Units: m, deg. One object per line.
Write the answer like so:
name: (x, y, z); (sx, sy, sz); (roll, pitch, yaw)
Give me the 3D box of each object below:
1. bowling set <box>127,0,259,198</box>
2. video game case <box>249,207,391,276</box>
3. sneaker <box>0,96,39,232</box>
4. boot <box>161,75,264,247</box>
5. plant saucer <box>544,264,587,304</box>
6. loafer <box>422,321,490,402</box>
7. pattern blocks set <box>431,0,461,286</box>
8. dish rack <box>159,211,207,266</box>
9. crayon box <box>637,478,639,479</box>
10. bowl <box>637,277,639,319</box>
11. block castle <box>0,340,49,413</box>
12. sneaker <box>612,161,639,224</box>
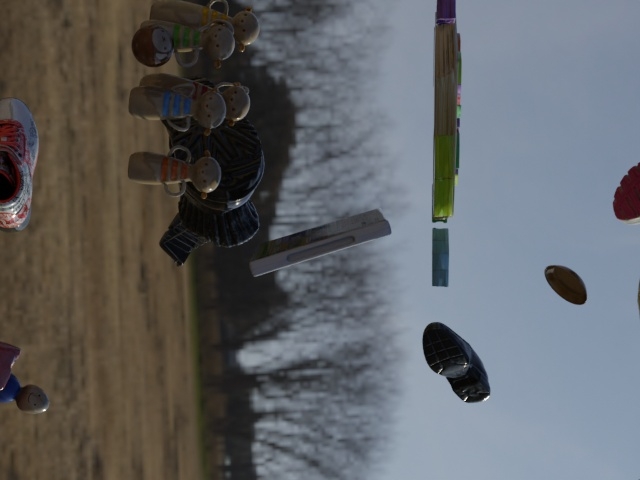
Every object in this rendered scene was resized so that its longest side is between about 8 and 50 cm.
bowling set: (-0.168, -0.207, 1.641); (0.200, 0.154, 0.287); (115, -18, -83)
video game case: (0.000, 0.000, 1.735); (0.212, 0.193, 0.023); (-91, 164, -84)
sneaker: (-0.567, -0.161, 2.266); (0.145, 0.090, 0.270); (105, -17, -70)
boot: (-0.161, -0.081, 1.982); (0.348, 0.131, 0.260); (-116, -164, -53)
plant saucer: (0.394, 0.067, 1.981); (0.083, 0.015, 0.083); (39, -23, 20)
loafer: (0.194, 0.167, 1.805); (0.170, 0.062, 0.061); (55, 27, -39)
pattern blocks set: (0.126, -0.129, 1.249); (0.325, 0.026, 0.285); (86, 6, -46)
dish rack: (-0.215, -0.072, 2.476); (0.271, 0.074, 0.208); (-26, -149, 57)
crayon box: (0.513, 0.443, 1.944); (0.081, 0.202, 0.318); (63, 10, 28)
bowl: (0.595, 0.029, 1.866); (0.156, 0.289, 0.289); (62, 4, -18)
block castle: (-0.470, 0.309, 1.346); (0.453, 0.212, 0.303); (-67, -169, -12)
sneaker: (0.607, -0.092, 2.064); (0.111, 0.252, 0.103); (31, 40, -39)
